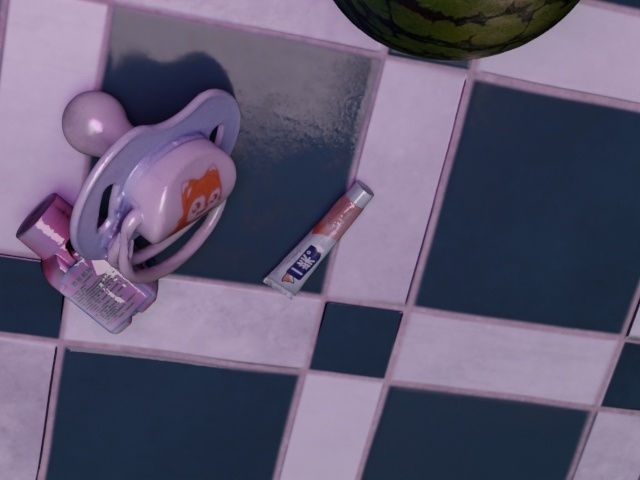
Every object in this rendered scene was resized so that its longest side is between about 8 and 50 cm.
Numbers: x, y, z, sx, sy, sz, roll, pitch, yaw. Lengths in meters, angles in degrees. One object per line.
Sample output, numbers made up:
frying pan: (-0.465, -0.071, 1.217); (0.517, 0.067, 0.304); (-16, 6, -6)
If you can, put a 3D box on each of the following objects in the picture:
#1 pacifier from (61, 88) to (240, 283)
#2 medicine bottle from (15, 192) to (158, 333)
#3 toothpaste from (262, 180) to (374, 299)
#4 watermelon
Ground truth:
pacifier: (-0.243, -0.101, 1.354); (0.233, 0.299, 0.244); (41, 135, 15)
medicine bottle: (-0.316, 0.026, 1.422); (0.094, 0.119, 0.188); (-42, 113, 11)
toothpaste: (0.000, 0.000, 1.512); (0.056, 0.036, 0.205); (35, 108, -20)
watermelon: (0.162, -0.380, 1.213); (0.363, 0.363, 0.363); (-3, 114, -8)
